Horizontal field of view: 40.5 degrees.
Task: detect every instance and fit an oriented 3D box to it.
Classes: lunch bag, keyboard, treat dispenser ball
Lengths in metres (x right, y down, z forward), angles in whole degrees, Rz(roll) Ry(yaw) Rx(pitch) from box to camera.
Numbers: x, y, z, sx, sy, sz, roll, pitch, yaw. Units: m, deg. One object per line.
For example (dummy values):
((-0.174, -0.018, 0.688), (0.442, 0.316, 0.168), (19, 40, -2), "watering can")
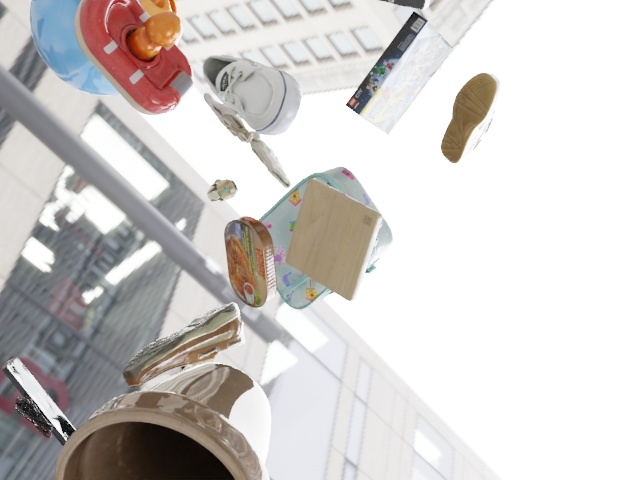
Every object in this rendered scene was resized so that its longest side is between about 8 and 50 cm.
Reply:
((0.000, 0.000, 1.736), (0.279, 0.224, 0.108), (-39, 168, 35), "lunch bag")
((-0.526, 0.305, 1.592), (0.038, 0.192, 0.100), (-39, -178, 2), "keyboard")
((-0.421, -0.430, 1.708), (0.288, 0.288, 0.288), (-27, -143, 22), "treat dispenser ball")

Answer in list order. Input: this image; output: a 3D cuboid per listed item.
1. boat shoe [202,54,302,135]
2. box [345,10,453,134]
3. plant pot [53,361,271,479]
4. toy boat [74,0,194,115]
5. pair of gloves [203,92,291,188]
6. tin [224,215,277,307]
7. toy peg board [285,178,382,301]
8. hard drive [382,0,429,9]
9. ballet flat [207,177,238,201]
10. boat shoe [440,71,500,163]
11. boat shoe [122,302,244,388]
((-0.097, -0.187, 1.095), (0.226, 0.076, 0.083), (34, -74, 61), "boat shoe")
((0.166, -0.343, 1.806), (0.044, 0.159, 0.233), (42, -80, 26), "box")
((-0.164, 0.274, 1.097), (0.263, 0.263, 0.229), (-27, -169, 22), "plant pot")
((-0.286, -0.329, 1.423), (0.151, 0.231, 0.151), (-25, -154, 38), "toy boat")
((-0.160, -0.232, 1.939), (0.042, 0.240, 0.204), (-44, -152, 4), "pair of gloves")
((-0.134, 0.041, 1.679), (0.106, 0.189, 0.040), (22, -144, 39), "tin")
((0.039, -0.005, 1.496), (0.161, 0.079, 0.161), (30, -67, 34), "toy peg board")
((0.072, -0.609, 1.716), (0.339, 0.236, 0.064), (15, -156, 13), "hard drive")
((-0.296, -0.143, 2.520), (0.067, 0.073, 0.206), (-28, -175, -17), "ballet flat")
((0.383, -0.311, 2.142), (0.096, 0.277, 0.098), (-25, -116, -32), "boat shoe")
((-0.286, 0.253, 1.941), (0.324, 0.119, 0.123), (-29, -171, -41), "boat shoe")
